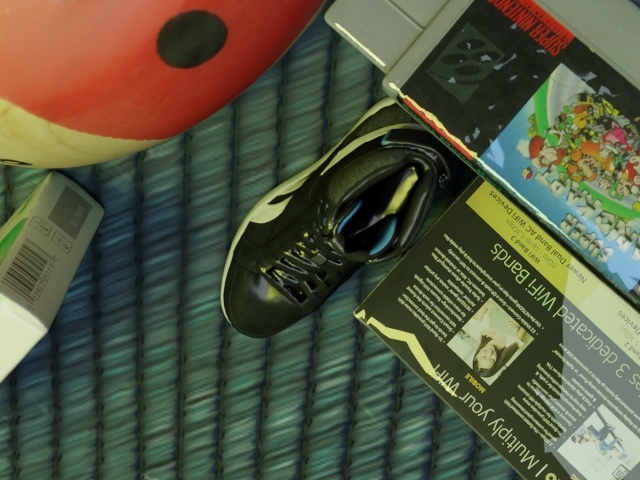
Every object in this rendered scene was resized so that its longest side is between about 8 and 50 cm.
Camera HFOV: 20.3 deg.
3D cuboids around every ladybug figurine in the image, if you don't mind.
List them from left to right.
[{"bbox_3d":[-0.119,-0.220,1.062,0.305,0.162,0.449,32,113,-10],"label":"ladybug figurine"}]

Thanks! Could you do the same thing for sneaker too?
[{"bbox_3d":[0.000,0.000,1.181,0.079,0.121,0.217,37,112,-11],"label":"sneaker"}]

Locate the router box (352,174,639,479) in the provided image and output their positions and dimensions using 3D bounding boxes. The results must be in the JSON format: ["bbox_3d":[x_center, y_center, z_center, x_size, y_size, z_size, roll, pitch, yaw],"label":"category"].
[{"bbox_3d":[0.215,0.061,1.140,0.309,0.081,0.243,44,102,8],"label":"router box"}]

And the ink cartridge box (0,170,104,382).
[{"bbox_3d":[-0.245,0.074,1.201,0.056,0.181,0.225,41,113,-14],"label":"ink cartridge box"}]

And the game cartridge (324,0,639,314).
[{"bbox_3d":[0.200,-0.100,1.066,0.355,0.068,0.230,42,96,9],"label":"game cartridge"}]
